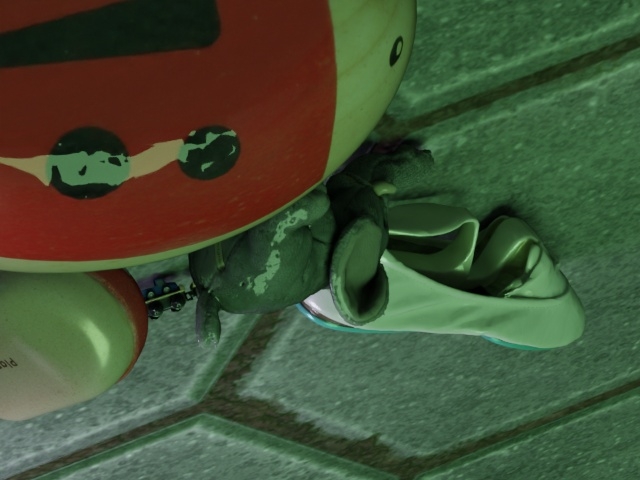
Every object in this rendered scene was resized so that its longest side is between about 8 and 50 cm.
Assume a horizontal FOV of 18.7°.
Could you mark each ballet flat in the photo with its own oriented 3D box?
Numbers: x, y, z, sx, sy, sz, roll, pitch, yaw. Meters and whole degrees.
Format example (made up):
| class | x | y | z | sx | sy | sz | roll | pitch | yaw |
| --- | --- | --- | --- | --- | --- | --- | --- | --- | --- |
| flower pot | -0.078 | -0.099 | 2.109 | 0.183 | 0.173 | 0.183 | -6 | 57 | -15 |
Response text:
| class | x | y | z | sx | sy | sz | roll | pitch | yaw |
| --- | --- | --- | --- | --- | --- | --- | --- | --- | --- |
| ballet flat | 0.148 | 0.031 | 1.954 | 0.400 | 0.139 | 0.139 | 6 | 139 | -41 |

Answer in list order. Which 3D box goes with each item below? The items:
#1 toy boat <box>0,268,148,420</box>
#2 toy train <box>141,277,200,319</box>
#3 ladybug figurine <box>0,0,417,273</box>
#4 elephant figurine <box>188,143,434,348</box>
| class | x | y | z | sx | sy | sz | roll | pitch | yaw |
| --- | --- | --- | --- | --- | --- | --- | --- | --- | --- |
| toy boat | -0.237 | 0.056 | 1.698 | 0.231 | 0.151 | 0.151 | -19 | 120 | 47 |
| toy train | -0.105 | 0.037 | 1.852 | 0.158 | 0.036 | 0.027 | -19 | 174 | -12 |
| ladybug figurine | -0.139 | -0.131 | 1.284 | 0.449 | 0.305 | 0.162 | -16 | -175 | -13 |
| elephant figurine | 0.000 | 0.000 | 1.731 | 0.186 | 0.169 | 0.239 | -44 | 141 | 21 |
